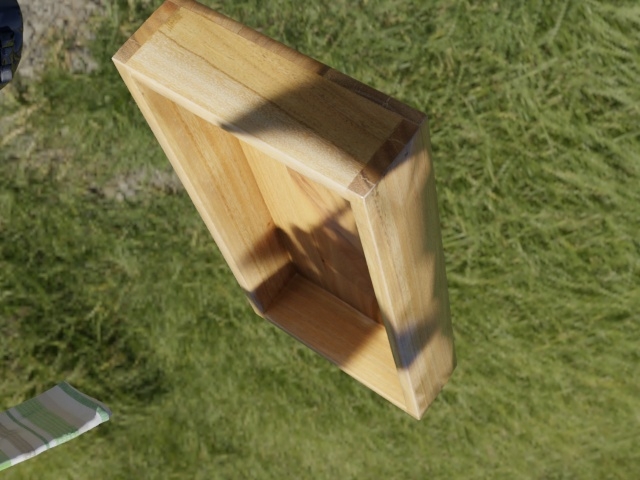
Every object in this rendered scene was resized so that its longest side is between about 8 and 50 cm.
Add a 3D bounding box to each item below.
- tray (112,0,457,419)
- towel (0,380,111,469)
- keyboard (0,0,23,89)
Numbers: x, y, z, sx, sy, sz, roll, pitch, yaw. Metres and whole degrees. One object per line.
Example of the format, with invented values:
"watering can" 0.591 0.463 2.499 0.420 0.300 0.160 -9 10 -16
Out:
"tray" 0.000 0.000 0.737 0.076 0.203 0.411 -51 155 -17
"towel" -0.323 0.204 1.023 0.152 0.023 0.113 -21 -158 -39
"keyboard" -0.354 -0.122 0.602 0.317 0.033 0.201 -19 160 -24
